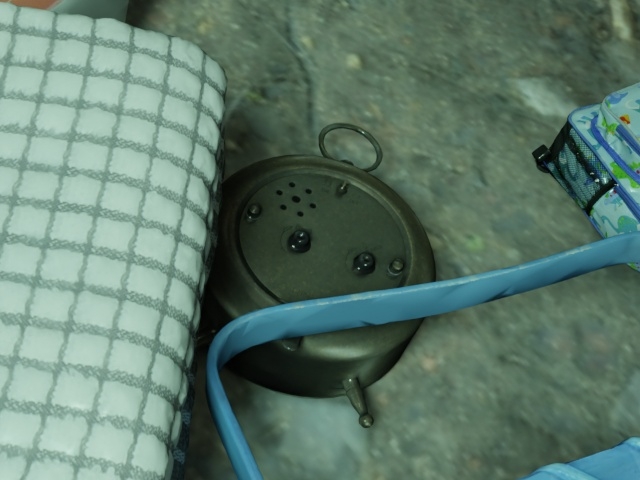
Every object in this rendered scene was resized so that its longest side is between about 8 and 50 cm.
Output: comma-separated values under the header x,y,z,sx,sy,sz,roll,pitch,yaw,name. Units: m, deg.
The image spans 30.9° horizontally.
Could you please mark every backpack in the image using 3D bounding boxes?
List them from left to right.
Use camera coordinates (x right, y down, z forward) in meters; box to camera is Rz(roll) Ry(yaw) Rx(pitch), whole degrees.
x,y,z,sx,sy,sz,roll,pitch,yaw,name
0.209,-0.041,0.709,0.105,0.084,0.114,-18,66,-26,backpack

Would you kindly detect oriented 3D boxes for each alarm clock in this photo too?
x,y,z,sx,sy,sz,roll,pitch,yaw,name
0.000,0.000,0.628,0.129,0.064,0.192,20,49,-3,alarm clock

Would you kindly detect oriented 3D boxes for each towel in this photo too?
x,y,z,sx,sy,sz,roll,pitch,yaw,name
-0.189,0.018,0.502,0.284,0.121,0.235,6,61,-1,towel

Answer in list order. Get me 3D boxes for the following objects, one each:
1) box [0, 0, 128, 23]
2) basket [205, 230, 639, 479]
x,y,z,sx,sy,sz,roll,pitch,yaw,name
-0.211,-0.148,0.645,0.171,0.091,0.130,33,52,7,box
0.104,0.128,0.475,0.255,0.201,0.288,-11,57,-13,basket
